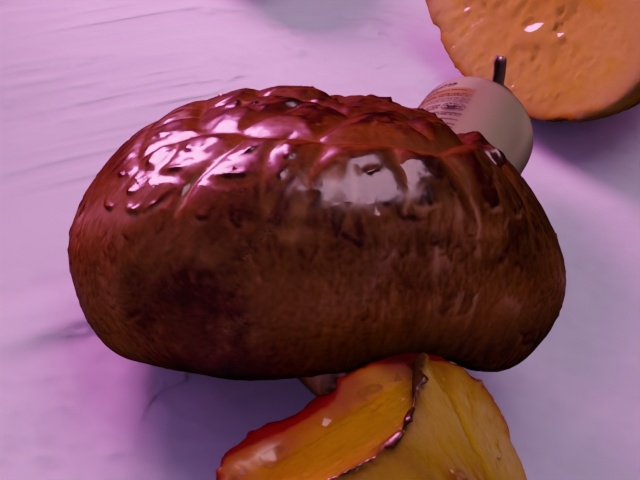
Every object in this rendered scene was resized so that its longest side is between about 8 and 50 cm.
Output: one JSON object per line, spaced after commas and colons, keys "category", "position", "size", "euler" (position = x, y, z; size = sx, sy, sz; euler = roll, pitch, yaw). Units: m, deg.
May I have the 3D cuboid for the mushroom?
{"category": "mushroom", "position": [0.000, 0.000, 0.818], "size": [0.253, 0.153, 0.253], "euler": [7, 11, -1]}

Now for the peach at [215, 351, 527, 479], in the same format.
{"category": "peach", "position": [0.027, 0.130, 0.708], "size": [0.151, 0.118, 0.151], "euler": [26, 49, -34]}

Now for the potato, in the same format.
{"category": "potato", "position": [0.196, -0.170, 1.144], "size": [0.203, 0.178, 0.158], "euler": [30, 14, 38]}

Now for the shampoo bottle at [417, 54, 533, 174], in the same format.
{"category": "shampoo bottle", "position": [0.088, -0.054, 1.000], "size": [0.079, 0.079, 0.162], "euler": [23, 36, 10]}
